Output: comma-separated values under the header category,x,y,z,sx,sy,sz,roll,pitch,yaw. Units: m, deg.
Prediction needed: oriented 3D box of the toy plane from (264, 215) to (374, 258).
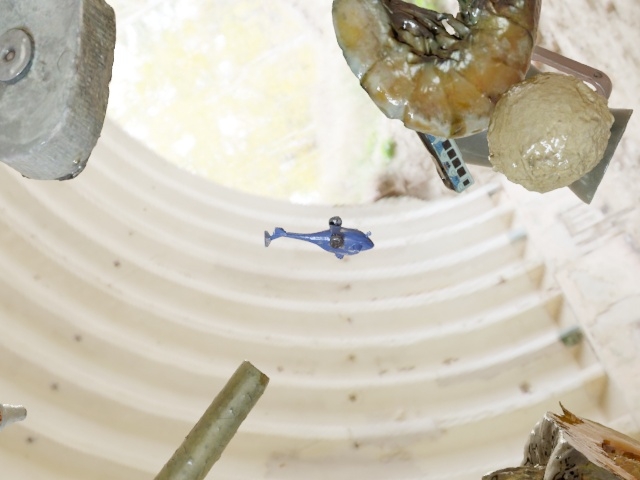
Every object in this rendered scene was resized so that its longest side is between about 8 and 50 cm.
category,x,y,z,sx,sy,sz,roll,pitch,yaw
toy plane,0.000,0.000,1.465,0.054,0.167,0.062,-93,14,-47

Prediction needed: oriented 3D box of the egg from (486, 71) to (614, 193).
category,x,y,z,sx,sy,sz,roll,pitch,yaw
egg,0.217,-0.101,0.931,0.140,0.118,0.116,-66,-20,-74

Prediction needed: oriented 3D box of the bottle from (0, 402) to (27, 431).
category,x,y,z,sx,sy,sz,roll,pitch,yaw
bottle,-0.524,0.275,1.507,0.060,0.060,0.217,64,-170,11

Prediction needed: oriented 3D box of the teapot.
category,x,y,z,sx,sy,sz,roll,pitch,yaw
teapot,0.398,-0.240,1.857,0.253,0.344,0.300,-59,-13,-33

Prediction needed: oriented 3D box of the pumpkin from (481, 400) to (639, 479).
category,x,y,z,sx,sy,sz,roll,pitch,yaw
pumpkin,0.277,0.273,0.997,0.222,0.139,0.317,23,-173,6

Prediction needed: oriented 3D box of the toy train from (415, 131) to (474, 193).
category,x,y,z,sx,sy,sz,roll,pitch,yaw
toy train,0.151,-0.160,1.370,0.207,0.047,0.043,57,175,-21

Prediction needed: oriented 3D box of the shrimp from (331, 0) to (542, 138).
category,x,y,z,sx,sy,sz,roll,pitch,yaw
shrimp,0.137,-0.286,1.061,0.071,0.233,0.365,147,136,-72

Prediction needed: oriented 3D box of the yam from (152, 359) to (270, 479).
category,x,y,z,sx,sy,sz,roll,pitch,yaw
yam,-0.219,0.375,1.723,0.083,0.371,0.083,38,176,3

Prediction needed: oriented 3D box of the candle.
category,x,y,z,sx,sy,sz,roll,pitch,yaw
candle,-0.254,-0.157,0.878,0.192,0.168,0.068,46,-175,24
